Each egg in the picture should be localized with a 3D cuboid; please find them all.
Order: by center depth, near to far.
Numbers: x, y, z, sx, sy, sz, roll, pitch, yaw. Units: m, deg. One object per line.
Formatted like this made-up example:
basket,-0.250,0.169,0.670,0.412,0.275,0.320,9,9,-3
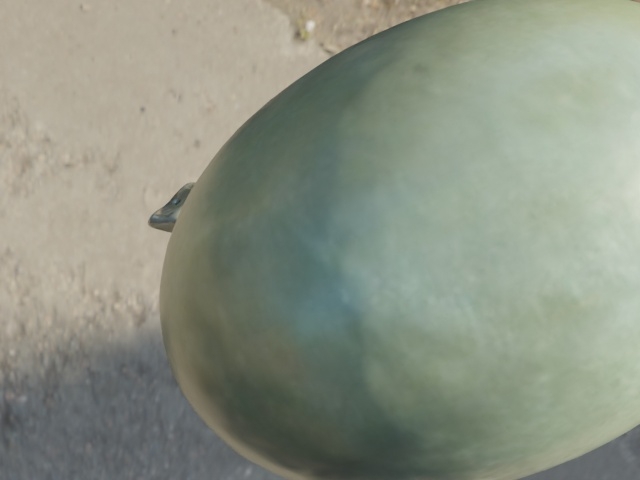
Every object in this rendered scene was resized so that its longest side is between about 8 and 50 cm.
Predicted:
egg,0.082,0.003,0.739,0.352,0.258,0.258,-21,68,5

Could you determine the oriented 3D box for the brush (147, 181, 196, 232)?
brush,0.000,0.000,0.996,0.321,0.050,0.060,10,45,41
